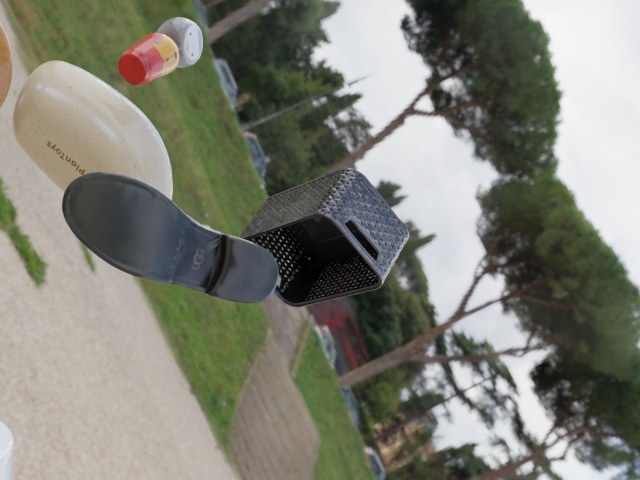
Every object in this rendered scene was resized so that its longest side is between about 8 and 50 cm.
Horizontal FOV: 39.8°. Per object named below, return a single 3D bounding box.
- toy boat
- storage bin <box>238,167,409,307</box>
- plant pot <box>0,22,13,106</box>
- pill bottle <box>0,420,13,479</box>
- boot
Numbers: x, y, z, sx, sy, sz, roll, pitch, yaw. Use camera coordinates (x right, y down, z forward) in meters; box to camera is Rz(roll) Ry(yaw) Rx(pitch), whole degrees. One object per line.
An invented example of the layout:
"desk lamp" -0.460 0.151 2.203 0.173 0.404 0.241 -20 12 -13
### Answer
"toy boat" -0.277 -0.179 1.244 0.267 0.318 0.148 44 38 -4
"storage bin" 0.000 0.000 1.066 0.180 0.084 0.122 -18 -60 45
"plant pot" -0.560 -0.248 1.200 0.203 0.291 0.291 14 -43 41
"pill bottle" -0.303 0.258 0.698 0.131 0.131 0.229 -131 -132 -65
"boot" -0.182 0.009 1.014 0.263 0.091 0.229 28 -9 -20
